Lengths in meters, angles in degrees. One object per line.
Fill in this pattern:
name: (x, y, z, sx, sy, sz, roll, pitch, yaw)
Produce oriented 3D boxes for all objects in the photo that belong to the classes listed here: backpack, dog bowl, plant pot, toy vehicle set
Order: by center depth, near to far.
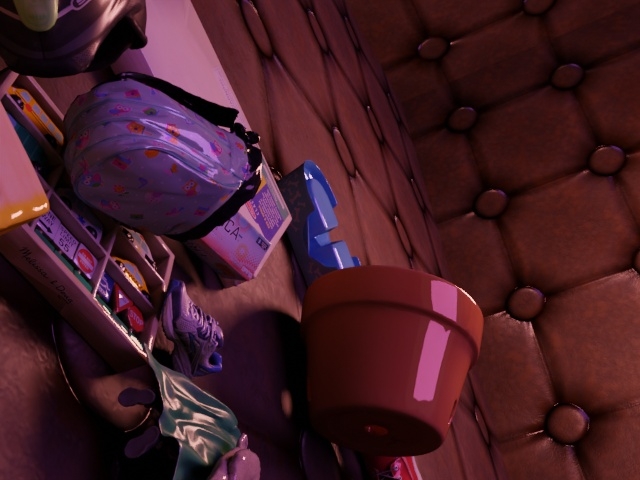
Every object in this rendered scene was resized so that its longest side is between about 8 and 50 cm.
toy vehicle set: (-0.237, -0.019, 0.716, 0.266, 0.035, 0.166, 58, 19, -34)
backpack: (-0.157, -0.077, 0.731, 0.182, 0.152, 0.115, 32, 28, -46)
plant pot: (0.098, 0.199, 1.158, 0.291, 0.291, 0.203, 53, 38, -44)
dog bowl: (0.000, 0.000, 1.412, 0.166, 0.074, 0.297, -21, 90, -74)

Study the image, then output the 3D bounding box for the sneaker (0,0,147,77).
sneaker: (-0.260, -0.281, 0.764, 0.482, 0.185, 0.202, -99, -168, -64)

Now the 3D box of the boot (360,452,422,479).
boot: (0.117, 0.412, 1.259, 0.176, 0.089, 0.244, -78, 148, -60)

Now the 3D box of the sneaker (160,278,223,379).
sneaker: (-0.132, 0.093, 0.805, 0.052, 0.058, 0.135, -90, 176, -50)

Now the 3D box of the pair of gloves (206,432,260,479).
pair of gloves: (-0.088, 0.312, 0.681, 0.204, 0.042, 0.240, -9, 99, -79)

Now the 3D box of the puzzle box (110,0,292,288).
puzzle box: (-0.170, -0.159, 1.090, 0.272, 0.052, 0.408, -64, 131, -69)

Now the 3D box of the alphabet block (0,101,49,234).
alphabet block: (-0.280, -0.053, 0.338, 0.197, 0.193, 0.193, 66, 18, -7)

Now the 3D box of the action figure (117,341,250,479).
action figure: (-0.123, 0.203, 0.763, 0.232, 0.064, 0.137, 55, 18, -59)

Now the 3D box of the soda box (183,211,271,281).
soda box: (-0.144, -0.026, 0.915, 0.183, 0.058, 0.063, 48, 62, -37)
